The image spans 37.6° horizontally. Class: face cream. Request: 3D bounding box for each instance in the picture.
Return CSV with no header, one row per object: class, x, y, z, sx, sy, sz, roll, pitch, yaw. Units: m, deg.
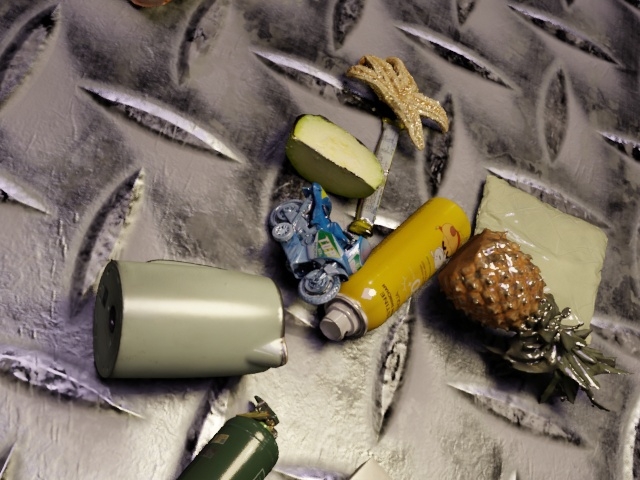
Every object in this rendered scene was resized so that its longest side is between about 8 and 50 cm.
face cream,0.120,0.053,1.577,0.105,0.105,0.349,46,52,6

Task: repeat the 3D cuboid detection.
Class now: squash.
squash,0.018,-0.140,1.678,0.192,0.085,0.184,33,23,-7

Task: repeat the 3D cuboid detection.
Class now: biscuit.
biscuit,0.107,-0.124,1.728,0.048,0.026,0.292,24,53,-7

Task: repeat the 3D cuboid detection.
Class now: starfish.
starfish,0.159,-0.274,1.813,0.216,0.071,0.238,6,54,-26

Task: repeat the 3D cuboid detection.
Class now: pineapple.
pineapple,0.358,0.150,1.581,0.364,0.165,0.165,48,52,-5

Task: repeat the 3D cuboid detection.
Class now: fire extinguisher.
fire extinguisher,-0.146,0.331,1.289,0.311,0.114,0.095,-46,125,-36

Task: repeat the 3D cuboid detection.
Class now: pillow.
pillow,0.405,0.028,1.749,0.274,0.076,0.280,28,52,-6

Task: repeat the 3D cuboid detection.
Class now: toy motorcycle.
toy motorcycle,0.000,0.000,1.521,0.135,0.092,0.254,-23,44,-3

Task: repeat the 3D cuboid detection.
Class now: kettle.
kettle,-0.193,0.100,1.374,0.255,0.165,0.240,3,32,-25

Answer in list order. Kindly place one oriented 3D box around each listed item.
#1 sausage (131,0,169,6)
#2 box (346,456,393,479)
sausage,-0.253,-0.581,1.710,0.233,0.233,0.287,45,51,5
box,0.071,0.410,1.368,0.129,0.051,0.130,47,53,7
